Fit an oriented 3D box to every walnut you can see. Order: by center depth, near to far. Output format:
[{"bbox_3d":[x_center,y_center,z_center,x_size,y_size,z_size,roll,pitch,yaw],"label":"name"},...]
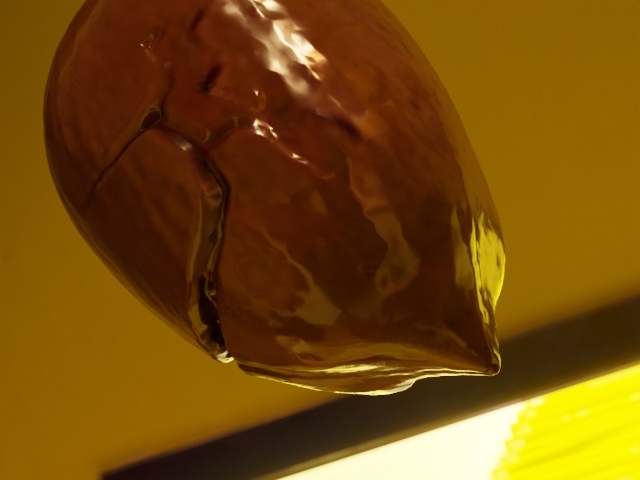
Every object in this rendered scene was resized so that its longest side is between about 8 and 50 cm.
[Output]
[{"bbox_3d":[-0.019,-0.033,0.800,0.298,0.203,0.203,42,-176,30],"label":"walnut"}]
